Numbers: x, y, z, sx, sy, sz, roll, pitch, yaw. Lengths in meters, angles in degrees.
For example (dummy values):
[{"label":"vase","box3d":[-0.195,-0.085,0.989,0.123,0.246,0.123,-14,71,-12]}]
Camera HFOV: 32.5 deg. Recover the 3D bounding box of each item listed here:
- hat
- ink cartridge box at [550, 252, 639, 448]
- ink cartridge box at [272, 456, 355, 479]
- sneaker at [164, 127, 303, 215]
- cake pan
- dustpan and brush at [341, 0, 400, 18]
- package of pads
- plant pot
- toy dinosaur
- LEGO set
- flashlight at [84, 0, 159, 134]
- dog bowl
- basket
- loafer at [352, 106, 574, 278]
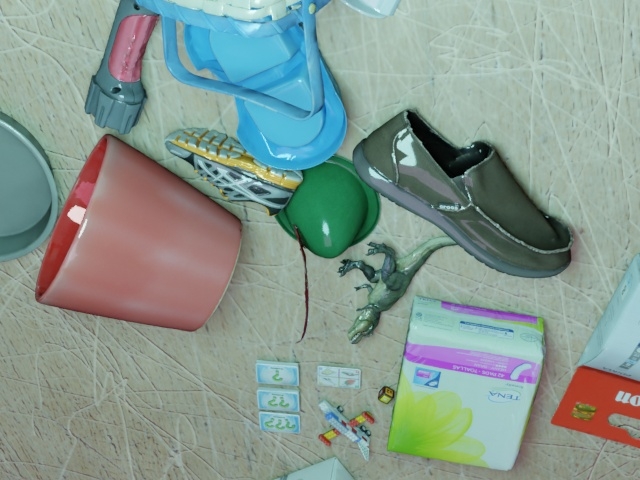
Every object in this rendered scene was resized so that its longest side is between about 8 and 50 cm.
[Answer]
[{"label":"hat","box3d":[0.000,0.000,1.652,0.173,0.183,0.208,-21,119,22]},{"label":"ink cartridge box","box3d":[0.583,0.228,1.779,0.308,0.091,0.385,16,124,-2]},{"label":"ink cartridge box","box3d":[-0.036,0.555,2.082,0.283,0.117,0.207,-25,117,24]},{"label":"sneaker","box3d":[-0.138,-0.103,1.651,0.215,0.084,0.083,23,118,2]},{"label":"cake pan","box3d":[-0.554,-0.097,1.750,0.293,0.054,0.293,4,125,6]},{"label":"dustpan and brush","box3d":[0.028,-0.386,1.456,0.211,0.060,0.147,23,125,-8]},{"label":"package of pads","box3d":[0.245,0.244,1.836,0.229,0.101,0.296,10,126,3]},{"label":"plant pot","box3d":[-0.267,0.008,1.668,0.243,0.275,0.275,23,125,-19]},{"label":"toy dinosaur","box3d":[0.105,0.053,1.752,0.118,0.064,0.268,30,122,-21]},{"label":"LEGO set","box3d":[0.006,0.300,1.939,0.244,0.060,0.182,4,129,5]},{"label":"flashlight","box3d":[-0.253,-0.289,1.543,0.103,0.103,0.304,23,123,-3]},{"label":"dog bowl","box3d":[-0.072,-0.242,1.565,0.166,0.074,0.297,-20,120,21]},{"label":"basket","box3d":[-0.110,-0.304,1.358,0.255,0.201,0.288,19,134,30]},{"label":"loafer","box3d":[0.227,-0.069,1.600,0.366,0.133,0.130,28,124,-11]}]
